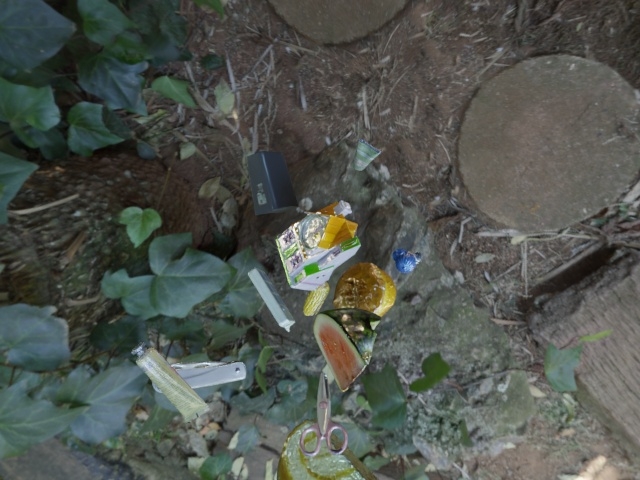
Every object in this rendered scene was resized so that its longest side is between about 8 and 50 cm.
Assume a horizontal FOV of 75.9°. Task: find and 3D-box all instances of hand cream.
[{"bbox_3d":[-0.162,0.151,0.437,0.035,0.022,0.102,-33,104,10],"label":"hand cream"},{"bbox_3d":[0.158,-0.311,1.514,0.086,0.235,0.055,29,83,-1],"label":"hand cream"}]

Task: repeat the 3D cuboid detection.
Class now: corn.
[{"bbox_3d":[-0.020,0.242,1.703,0.071,0.072,0.203,23,128,-1],"label":"corn"}]

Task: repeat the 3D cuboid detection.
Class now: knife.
[{"bbox_3d":[-0.326,0.369,1.133,0.040,0.265,0.073,-14,73,49],"label":"knife"}]

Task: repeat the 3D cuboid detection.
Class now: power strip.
[{"bbox_3d":[-0.183,0.217,1.544,0.046,0.118,0.271,-34,74,-2],"label":"power strip"}]

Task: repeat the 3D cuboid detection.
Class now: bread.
[{"bbox_3d":[0.170,0.209,1.614,0.145,0.269,0.268,20,118,-40],"label":"bread"},{"bbox_3d":[0.024,0.881,1.508,0.395,0.239,0.264,39,77,25],"label":"bread"}]

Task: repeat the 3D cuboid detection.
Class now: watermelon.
[{"bbox_3d":[0.077,0.219,0.912,0.128,0.304,0.159,-21,64,-19],"label":"watermelon"}]

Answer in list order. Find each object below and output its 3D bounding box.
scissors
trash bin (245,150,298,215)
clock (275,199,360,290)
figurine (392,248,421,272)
[{"bbox_3d":[0.007,0.318,0.766,0.085,0.176,0.022,-8,119,6],"label":"scissors"},{"bbox_3d":[-0.191,-0.223,1.597,0.114,0.165,0.226,-12,91,32],"label":"trash bin"},{"bbox_3d":[0.000,0.000,1.478,0.309,0.166,0.235,-38,57,29],"label":"clock"},{"bbox_3d":[0.322,0.073,1.515,0.086,0.149,0.088,0,91,32],"label":"figurine"}]
